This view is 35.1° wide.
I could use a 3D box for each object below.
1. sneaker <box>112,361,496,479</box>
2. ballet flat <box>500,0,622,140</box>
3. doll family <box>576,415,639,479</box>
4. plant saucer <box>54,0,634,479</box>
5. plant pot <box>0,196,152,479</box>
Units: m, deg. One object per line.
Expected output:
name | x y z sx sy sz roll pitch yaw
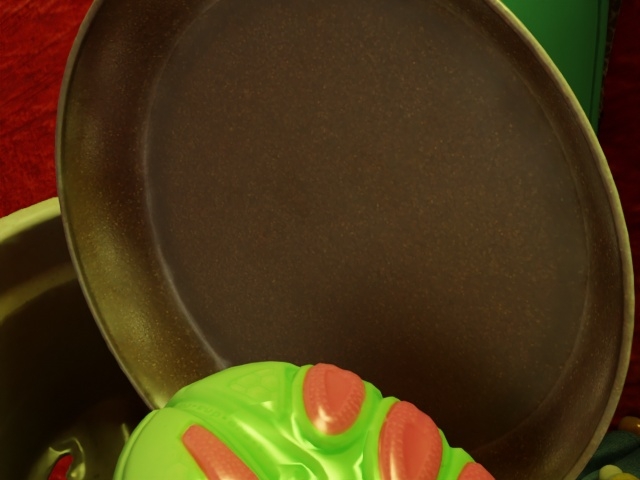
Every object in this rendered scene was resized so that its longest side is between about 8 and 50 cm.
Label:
sneaker | 0.079 0.267 0.426 0.482 0.185 0.202 52 138 12
ballet flat | 0.084 -0.179 0.482 0.182 0.164 0.482 -126 38 -48
doll family | 0.153 0.137 0.505 0.263 0.163 0.118 -12 96 48
plant saucer | 0.000 0.000 0.479 0.311 0.050 0.310 15 119 29
plant pot | -0.118 0.175 0.693 0.333 0.334 0.305 58 160 13
